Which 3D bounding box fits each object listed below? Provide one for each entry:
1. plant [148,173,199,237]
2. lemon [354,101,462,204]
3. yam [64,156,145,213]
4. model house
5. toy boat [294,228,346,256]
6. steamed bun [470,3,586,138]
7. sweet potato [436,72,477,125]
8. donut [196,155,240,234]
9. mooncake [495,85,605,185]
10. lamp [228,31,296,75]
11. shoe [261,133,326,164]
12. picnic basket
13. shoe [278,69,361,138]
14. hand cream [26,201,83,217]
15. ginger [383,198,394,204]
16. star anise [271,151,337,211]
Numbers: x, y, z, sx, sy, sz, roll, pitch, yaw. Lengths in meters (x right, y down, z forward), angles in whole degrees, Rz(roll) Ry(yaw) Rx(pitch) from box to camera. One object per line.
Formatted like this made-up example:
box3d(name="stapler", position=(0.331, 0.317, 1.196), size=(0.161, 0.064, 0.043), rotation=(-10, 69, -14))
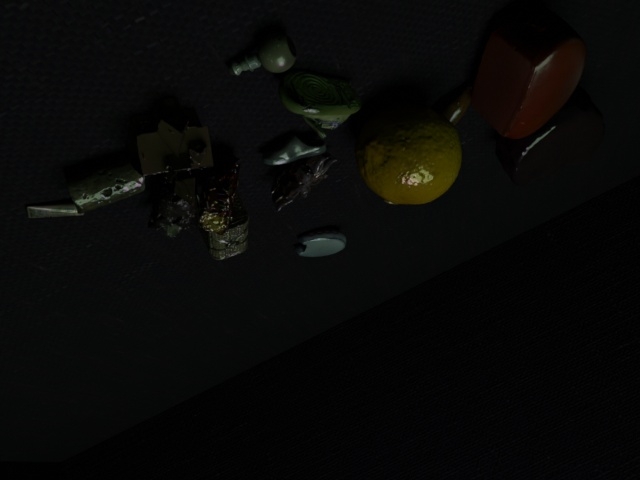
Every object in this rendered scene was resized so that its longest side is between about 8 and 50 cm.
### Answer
box3d(name="plant", position=(-0.411, -0.096, 1.844), size=(0.143, 0.131, 0.203), rotation=(-3, 150, -16))
box3d(name="lemon", position=(0.265, -0.258, 1.972), size=(0.336, 0.336, 0.336), rotation=(-21, 157, -10))
box3d(name="yam", position=(-0.534, -0.146, 1.661), size=(0.194, 0.107, 0.107), rotation=(-21, 157, -14))
box3d(name="model house", position=(-0.339, -0.195, 1.566), size=(0.181, 0.248, 0.176), rotation=(-14, 154, -29))
box3d(name="toy boat", position=(0.000, 0.000, 2.580), size=(0.208, 0.078, 0.134), rotation=(-6, 144, -17))
box3d(name="steamed bun", position=(0.613, -0.491, 1.901), size=(0.248, 0.235, 0.379), rotation=(-27, 152, -19))
box3d(name="sweet potato", position=(0.410, -0.403, 2.111), size=(0.108, 0.079, 0.346), rotation=(-44, 172, -42))
box3d(name="donut", position=(-0.284, -0.133, 1.830), size=(0.096, 0.216, 0.230), rotation=(9, 169, -5))
box3d(name="mooncake", position=(0.827, -0.391, 2.375), size=(0.381, 0.212, 0.350), rotation=(-10, 148, -26))
box3d(name="lamp", position=(-0.139, -0.417, 1.516), size=(0.163, 0.090, 0.091), rotation=(-17, 160, 17))
box3d(name="shoe", position=(-0.078, -0.275, 1.909), size=(0.195, 0.079, 0.078), rotation=(-12, 120, -13))
box3d(name="picnic basket", position=(-0.300, -0.047, 2.045), size=(0.134, 0.154, 0.196), rotation=(-18, 157, -17))
box3d(name="shoe", position=(0.000, -0.351, 1.710), size=(0.262, 0.140, 0.128), rotation=(-13, 145, -42))
box3d(name="hand cream", position=(-0.695, -0.080, 1.733), size=(0.143, 0.039, 0.061), rotation=(-5, 158, -22))
box3d(name="ginger", position=(0.335, -0.189, 2.480), size=(0.206, 0.081, 0.115), rotation=(-22, -170, -29))
box3d(name="star anise", position=(-0.069, -0.198, 2.020), size=(0.236, 0.109, 0.223), rotation=(-45, 177, 14))
